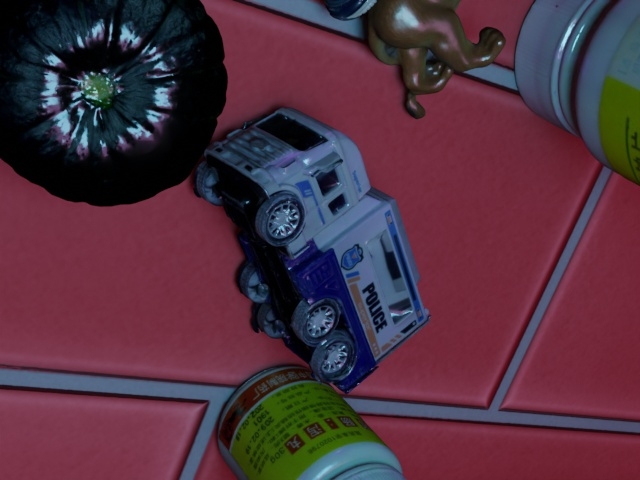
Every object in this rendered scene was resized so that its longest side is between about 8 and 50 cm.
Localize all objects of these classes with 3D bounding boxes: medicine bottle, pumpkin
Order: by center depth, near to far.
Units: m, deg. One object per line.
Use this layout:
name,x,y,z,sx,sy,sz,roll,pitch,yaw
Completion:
pumpkin,-0.170,-0.125,0.847,0.202,0.140,0.202,-3,107,-10
medicine bottle,0.373,-0.134,1.033,0.214,0.379,0.213,-15,123,-25
medicine bottle,0.001,0.236,1.100,0.139,0.225,0.139,-16,124,-25

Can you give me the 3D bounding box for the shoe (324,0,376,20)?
shoe,0.024,-0.261,0.946,0.071,0.064,0.143,-5,115,-32

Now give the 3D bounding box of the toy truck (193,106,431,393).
toy truck,0.000,0.000,1.038,0.155,0.124,0.268,-36,131,-20

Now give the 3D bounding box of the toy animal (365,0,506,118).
toy animal,0.113,-0.263,0.995,0.157,0.097,0.312,18,106,-28
